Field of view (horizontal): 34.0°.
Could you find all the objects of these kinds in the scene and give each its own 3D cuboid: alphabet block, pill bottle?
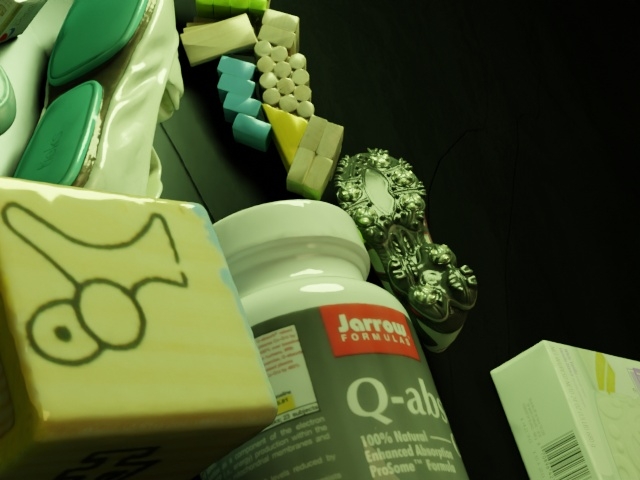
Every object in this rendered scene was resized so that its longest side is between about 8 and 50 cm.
[{"bbox_3d":[-0.182,0.086,0.737,0.197,0.193,0.192,7,51,-47],"label":"alphabet block"},{"bbox_3d":[-0.001,0.160,0.867,0.210,0.210,0.363,14,48,-43],"label":"pill bottle"}]

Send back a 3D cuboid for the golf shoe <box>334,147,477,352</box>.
[{"bbox_3d":[0.087,0.010,1.236,0.105,0.120,0.273,-15,54,-12],"label":"golf shoe"}]

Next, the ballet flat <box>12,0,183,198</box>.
[{"bbox_3d":[-0.198,-0.127,1.014,0.139,0.139,0.400,32,41,-27],"label":"ballet flat"}]

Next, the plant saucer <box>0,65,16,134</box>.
[{"bbox_3d":[-0.326,-0.147,0.951,0.119,0.021,0.119,31,37,-27],"label":"plant saucer"}]

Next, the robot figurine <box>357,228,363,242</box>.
[{"bbox_3d":[0.000,0.000,1.159,0.115,0.067,0.101,25,29,-35],"label":"robot figurine"}]

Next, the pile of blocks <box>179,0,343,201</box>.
[{"bbox_3d":[-0.078,-0.199,1.254,0.112,0.149,0.362,94,-21,-74],"label":"pile of blocks"}]

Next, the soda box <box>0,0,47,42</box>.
[{"bbox_3d":[-0.362,-0.291,1.003,0.216,0.074,0.069,47,32,-5],"label":"soda box"}]

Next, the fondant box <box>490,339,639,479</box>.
[{"bbox_3d":[0.384,0.269,1.335,0.330,0.096,0.238,16,46,-43],"label":"fondant box"}]
